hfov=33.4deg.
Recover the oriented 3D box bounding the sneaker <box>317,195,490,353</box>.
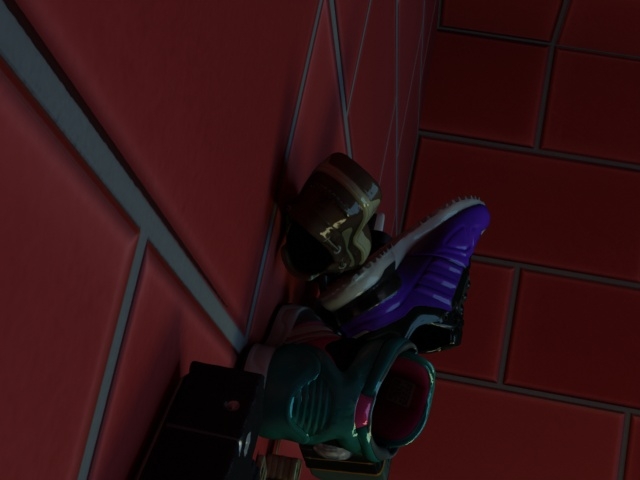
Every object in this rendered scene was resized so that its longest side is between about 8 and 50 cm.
[{"bbox_3d":[0.127,0.059,1.268,0.293,0.146,0.102,-34,178,-42],"label":"sneaker"}]

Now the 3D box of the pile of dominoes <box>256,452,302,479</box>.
[{"bbox_3d":[-0.067,0.378,1.249,0.196,0.040,0.251,72,28,-76],"label":"pile of dominoes"}]

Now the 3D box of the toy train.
[{"bbox_3d":[0.049,0.150,1.360,0.190,0.142,0.333,77,20,-48],"label":"toy train"}]

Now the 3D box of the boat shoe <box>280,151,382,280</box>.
[{"bbox_3d":[-0.006,-0.005,1.092,0.095,0.095,0.257,-48,168,-15],"label":"boat shoe"}]

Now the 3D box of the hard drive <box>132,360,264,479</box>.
[{"bbox_3d":[-0.107,0.274,0.676,0.339,0.064,0.236,-73,170,-51],"label":"hard drive"}]

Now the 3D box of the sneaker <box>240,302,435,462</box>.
[{"bbox_3d":[0.026,0.136,1.077,0.295,0.179,0.123,-50,150,-78],"label":"sneaker"}]

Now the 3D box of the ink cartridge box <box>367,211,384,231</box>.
[{"bbox_3d":[0.051,0.144,1.788,0.307,0.072,0.303,89,11,-67],"label":"ink cartridge box"}]
